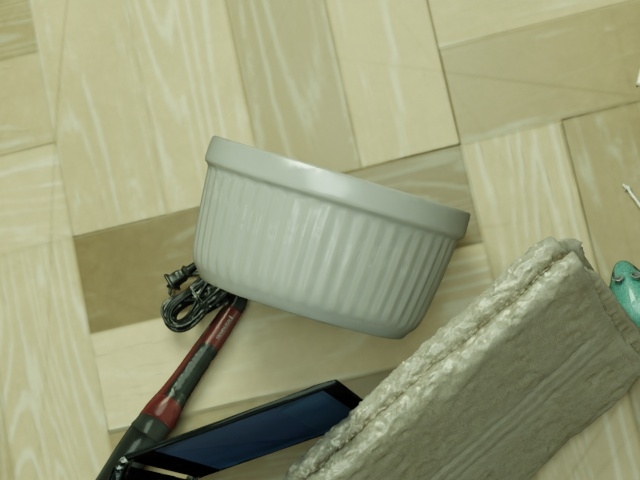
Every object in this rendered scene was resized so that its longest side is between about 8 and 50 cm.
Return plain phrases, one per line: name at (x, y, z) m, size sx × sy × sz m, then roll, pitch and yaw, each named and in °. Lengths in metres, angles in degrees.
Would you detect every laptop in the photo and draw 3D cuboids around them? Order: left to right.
laptop at (-0.073, 0.221, 1.297) m, size 0.136 × 0.234 × 0.264 m, roll 16°, pitch 82°, yaw 12°

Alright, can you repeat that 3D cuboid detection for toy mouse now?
toy mouse at (0.281, 0.047, 1.376) m, size 0.161 × 0.031 × 0.143 m, roll 24°, pitch 84°, yaw 12°

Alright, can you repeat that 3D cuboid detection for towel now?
towel at (0.112, 0.128, 1.310) m, size 0.282 × 0.187 × 0.049 m, roll -41°, pitch 49°, yaw 1°

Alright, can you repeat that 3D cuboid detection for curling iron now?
curling iron at (-0.142, 0.137, 1.425) m, size 0.068 × 0.035 × 0.274 m, roll 26°, pitch 84°, yaw 17°

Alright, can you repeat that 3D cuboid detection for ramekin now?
ramekin at (0.000, 0.000, 1.346) m, size 0.207 × 0.207 × 0.109 m, roll 18°, pitch 92°, yaw 12°

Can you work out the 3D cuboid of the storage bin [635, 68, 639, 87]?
storage bin at (0.400, -0.200, 1.356) m, size 0.260 × 0.123 × 0.262 m, roll 13°, pitch 82°, yaw 11°
